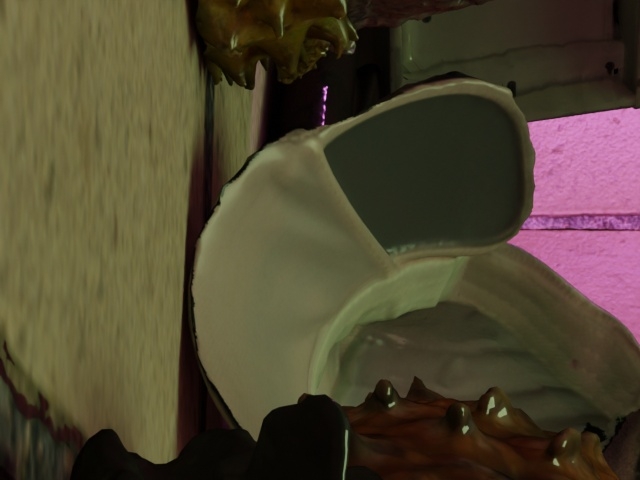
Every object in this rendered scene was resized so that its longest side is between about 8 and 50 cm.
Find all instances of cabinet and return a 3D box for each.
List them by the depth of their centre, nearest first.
[{"bbox_3d":[0.081,-0.162,1.095,0.206,0.145,0.150,-116,-159,-58],"label":"cabinet"}]

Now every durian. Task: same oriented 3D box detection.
[{"bbox_3d":[0.000,-0.111,0.680,0.224,0.078,0.140,78,11,-67],"label":"durian"}]

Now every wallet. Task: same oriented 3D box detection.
[{"bbox_3d":[0.000,0.000,0.954,0.229,0.049,0.182,-84,176,-54],"label":"wallet"}]

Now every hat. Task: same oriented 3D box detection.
[{"bbox_3d":[0.031,0.078,0.700,0.275,0.161,0.232,40,34,-55],"label":"hat"}]

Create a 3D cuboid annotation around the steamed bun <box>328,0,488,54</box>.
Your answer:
[{"bbox_3d":[0.052,-0.145,0.826,0.106,0.175,0.145,63,-1,-1],"label":"steamed bun"}]

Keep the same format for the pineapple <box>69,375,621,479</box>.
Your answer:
[{"bbox_3d":[0.018,0.097,0.349,0.170,0.141,0.310,52,1,10],"label":"pineapple"}]
